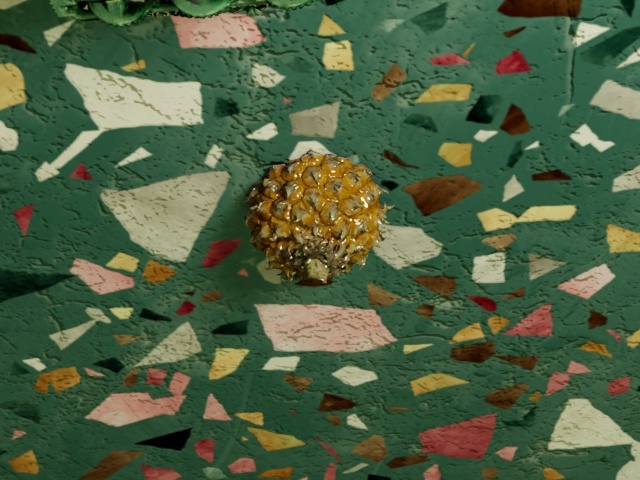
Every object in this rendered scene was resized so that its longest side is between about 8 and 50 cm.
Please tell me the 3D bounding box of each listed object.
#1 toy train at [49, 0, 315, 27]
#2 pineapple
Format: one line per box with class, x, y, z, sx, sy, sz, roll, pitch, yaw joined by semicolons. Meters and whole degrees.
toy train;-0.115;-0.306;1.713;0.330;0.178;0.138;-4;160;7
pineapple;-0.002;-0.002;2.118;0.176;0.137;0.161;-9;140;8
